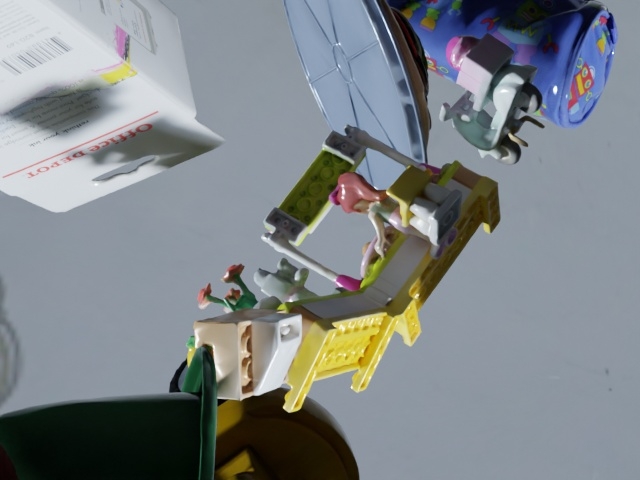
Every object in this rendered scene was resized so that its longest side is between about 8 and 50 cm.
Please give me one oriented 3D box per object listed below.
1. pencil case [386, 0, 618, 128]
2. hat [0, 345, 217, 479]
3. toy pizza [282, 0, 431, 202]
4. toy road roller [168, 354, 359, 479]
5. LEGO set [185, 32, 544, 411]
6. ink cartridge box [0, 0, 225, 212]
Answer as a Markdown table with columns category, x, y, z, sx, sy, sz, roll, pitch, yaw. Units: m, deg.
| category | x | y | z | sx | sy | sz | roll | pitch | yaw |
| --- | --- | --- | --- | --- | --- | --- | --- | --- | --- |
| pencil case | 0.133 | -0.216 | 1.559 | 0.306 | 0.119 | 0.133 | 27 | 82 | 22 |
| hat | -0.142 | 0.111 | 0.668 | 0.184 | 0.173 | 0.208 | 7 | 90 | -9 |
| toy pizza | 0.027 | -0.116 | 1.038 | 0.032 | 0.201 | 0.201 | -23 | 81 | -12 |
| toy road roller | -0.118 | 0.263 | 1.527 | 0.329 | 0.240 | 0.202 | -35 | 114 | 6 |
| LEGO set | 0.000 | 0.000 | 0.866 | 0.107 | 0.132 | 0.287 | 31 | 50 | 21 |
| ink cartridge box | -0.141 | -0.087 | 0.807 | 0.115 | 0.198 | 0.067 | -20 | 65 | 17 |
